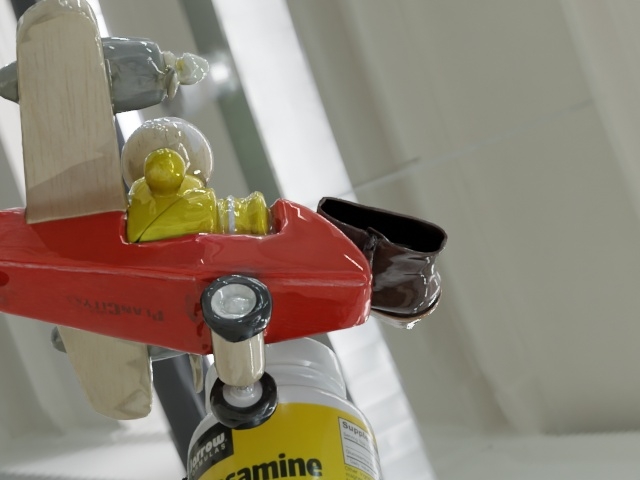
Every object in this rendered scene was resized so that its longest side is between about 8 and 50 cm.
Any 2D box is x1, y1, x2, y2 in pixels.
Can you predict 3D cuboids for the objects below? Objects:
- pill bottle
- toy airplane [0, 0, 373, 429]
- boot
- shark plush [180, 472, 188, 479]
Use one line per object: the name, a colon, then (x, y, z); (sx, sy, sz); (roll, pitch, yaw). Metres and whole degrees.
pill bottle: (-0.030, 0.260, 1.296); (0.188, 0.188, 0.333); (103, -16, -45)
toy airplane: (-0.189, -0.007, 1.221); (0.384, 0.272, 0.386); (40, -46, -22)
boot: (0.000, 0.000, 1.310); (0.249, 0.090, 0.207); (18, -23, 8)
shark plush: (-0.160, 0.289, 1.540); (0.073, 0.067, 0.161); (13, -55, 5)
